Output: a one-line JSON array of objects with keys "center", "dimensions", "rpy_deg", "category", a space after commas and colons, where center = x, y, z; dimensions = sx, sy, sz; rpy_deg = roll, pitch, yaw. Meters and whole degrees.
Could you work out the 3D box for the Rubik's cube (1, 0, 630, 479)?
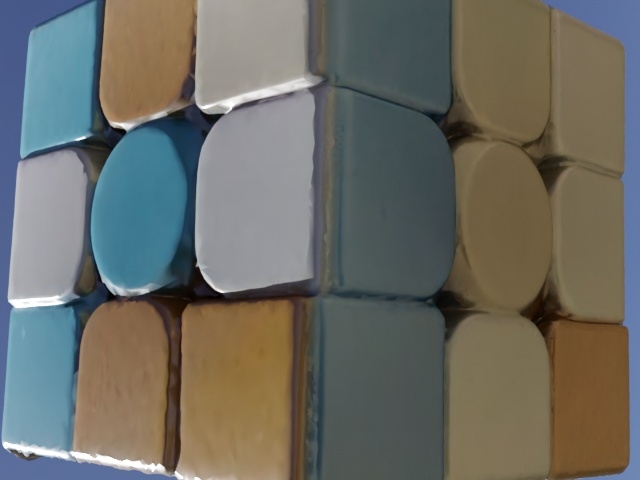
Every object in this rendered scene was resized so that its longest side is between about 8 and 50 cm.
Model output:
[{"center": [0.000, 0.000, 0.717], "dimensions": [0.347, 0.347, 0.344], "rpy_deg": [8, -99, -45], "category": "Rubik's cube"}]
